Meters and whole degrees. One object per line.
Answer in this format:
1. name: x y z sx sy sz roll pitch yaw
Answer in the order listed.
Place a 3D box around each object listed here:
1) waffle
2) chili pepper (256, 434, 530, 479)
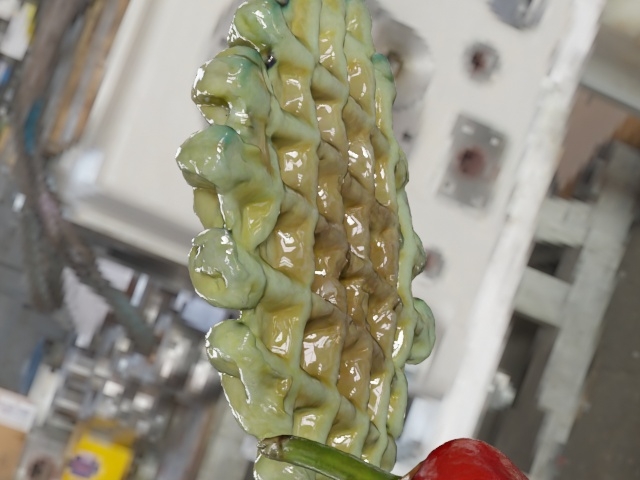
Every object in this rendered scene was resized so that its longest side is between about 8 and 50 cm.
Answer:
1. waffle: 0.000 0.000 0.978 0.056 0.309 0.292 -6 28 20
2. chili pepper: 0.081 0.195 0.653 0.092 0.137 0.368 84 170 -45
